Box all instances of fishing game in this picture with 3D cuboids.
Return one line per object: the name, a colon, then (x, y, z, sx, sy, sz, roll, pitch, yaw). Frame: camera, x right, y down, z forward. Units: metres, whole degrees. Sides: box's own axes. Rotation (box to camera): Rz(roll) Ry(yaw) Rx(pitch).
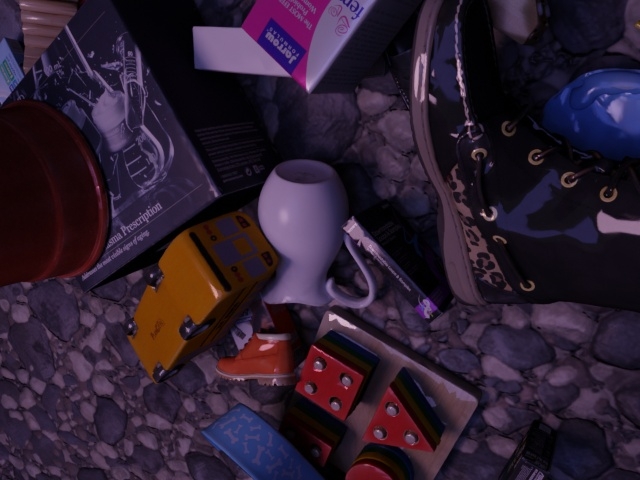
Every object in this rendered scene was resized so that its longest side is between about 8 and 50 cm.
fishing game: (0.326, -0.097, 0.647, 0.189, 0.041, 0.264, 36, 125, 23)

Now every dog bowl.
dog bowl: (-0.065, 0.366, 0.914, 0.166, 0.074, 0.297, 12, 142, 51)

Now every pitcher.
pitcher: (0.000, 0.000, 0.816, 0.178, 0.125, 0.207, 9, 122, 11)

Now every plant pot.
plant pot: (-0.477, -0.037, 0.759, 0.272, 0.265, 0.272, 10, 111, 27)

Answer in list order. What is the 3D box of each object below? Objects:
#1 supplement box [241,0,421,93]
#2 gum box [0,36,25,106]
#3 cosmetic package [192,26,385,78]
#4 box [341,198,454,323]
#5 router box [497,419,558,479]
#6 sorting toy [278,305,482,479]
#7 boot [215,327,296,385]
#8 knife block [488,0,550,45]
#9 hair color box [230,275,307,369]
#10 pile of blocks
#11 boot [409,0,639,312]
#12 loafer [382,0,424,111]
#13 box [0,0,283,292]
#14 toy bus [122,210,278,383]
supplement box: (0.038, -0.270, 0.593, 0.111, 0.114, 0.220, 45, 119, 10)
gum box: (-0.577, -0.246, 1.060, 0.184, 0.041, 0.157, -36, 77, 26)
cosmetic package: (-0.043, -0.247, 0.763, 0.239, 0.099, 0.060, 12, 110, 25)
box: (0.111, 0.021, 0.755, 0.162, 0.116, 0.029, 47, 120, 8)
router box: (0.270, 0.316, 0.777, 0.038, 0.092, 0.122, 27, 117, 18)
sorting toy: (0.066, 0.276, 0.876, 0.255, 0.089, 0.257, 29, 117, 18)
boot: (-0.102, 0.178, 0.902, 0.158, 0.059, 0.084, -7, 82, 36)
knife block: (0.114, -0.336, 0.656, 0.242, 0.088, 0.275, -6, 103, 31)
hair color box: (-0.099, 0.134, 0.942, 0.093, 0.053, 0.167, -19, 97, 32)
pile of blocks: (-0.411, -0.407, 0.925, 0.113, 0.149, 0.362, 2, 125, -17)
boot: (0.251, -0.075, 0.582, 0.284, 0.138, 0.377, 8, 123, 38)
loafer: (0.112, -0.217, 0.699, 0.076, 0.078, 0.223, -18, 97, 32)
box: (-0.282, -0.141, 0.880, 0.343, 0.179, 0.312, -30, 89, 32)
toy bus: (-0.190, 0.097, 0.859, 0.108, 0.130, 0.332, 53, 140, 12)
